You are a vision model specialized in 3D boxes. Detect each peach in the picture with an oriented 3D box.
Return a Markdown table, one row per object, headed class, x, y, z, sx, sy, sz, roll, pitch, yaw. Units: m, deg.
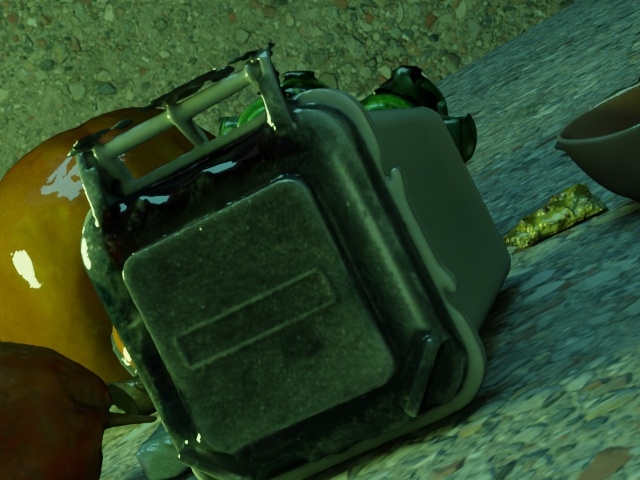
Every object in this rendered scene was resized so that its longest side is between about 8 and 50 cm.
| class | x | y | z | sx | sy | sz | roll | pitch | yaw |
| --- | --- | --- | --- | --- | --- | --- | --- | --- | --- |
| peach | -0.226 | 0.018 | 1.871 | 0.343 | 0.343 | 0.302 | -31 | 24 | -16 |

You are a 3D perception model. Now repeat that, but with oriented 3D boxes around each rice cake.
| class | x | y | z | sx | sy | sz | roll | pitch | yaw |
| --- | --- | --- | --- | --- | --- | --- | --- | --- | --- |
| rice cake | -0.108 | 0.162 | 1.509 | 0.080 | 0.042 | 0.222 | -24 | 7 | 9 |

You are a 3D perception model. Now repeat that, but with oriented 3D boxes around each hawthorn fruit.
| class | x | y | z | sx | sy | sz | roll | pitch | yaw |
| --- | --- | --- | --- | --- | --- | --- | --- | --- | --- |
| hawthorn fruit | -0.278 | 0.180 | 1.460 | 0.262 | 0.210 | 0.210 | -20 | 7 | -3 |

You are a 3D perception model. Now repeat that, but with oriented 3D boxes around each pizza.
| class | x | y | z | sx | sy | sz | roll | pitch | yaw |
| --- | --- | --- | --- | --- | --- | --- | --- | --- | --- |
| pizza | 0.238 | -0.032 | 1.578 | 0.123 | 0.026 | 0.108 | -33 | 10 | -32 |

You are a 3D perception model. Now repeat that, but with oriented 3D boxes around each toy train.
| class | x | y | z | sx | sy | sz | roll | pitch | yaw |
| --- | --- | --- | --- | --- | --- | --- | --- | --- | --- |
| toy train | 0.029 | -0.069 | 1.682 | 0.266 | 0.202 | 0.145 | 0 | 15 | 15 |

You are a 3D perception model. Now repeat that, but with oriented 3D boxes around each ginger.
| class | x | y | z | sx | sy | sz | roll | pitch | yaw |
| --- | --- | --- | --- | --- | --- | --- | --- | --- | --- |
| ginger | -0.144 | 0.133 | 1.527 | 0.137 | 0.057 | 0.044 | -23 | 48 | -13 |

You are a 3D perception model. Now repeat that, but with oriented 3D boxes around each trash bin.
| class | x | y | z | sx | sy | sz | roll | pitch | yaw |
| --- | --- | --- | --- | --- | --- | --- | --- | --- | --- |
| trash bin | 0.000 | 0.000 | 1.309 | 0.256 | 0.296 | 0.368 | -28 | 1 | 22 |

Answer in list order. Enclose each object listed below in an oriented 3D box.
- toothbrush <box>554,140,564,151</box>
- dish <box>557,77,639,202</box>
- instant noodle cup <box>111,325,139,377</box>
| class | x | y | z | sx | sy | sz | roll | pitch | yaw |
| --- | --- | --- | --- | --- | --- | --- | --- | --- | --- |
| toothbrush | 0.413 | -0.189 | 1.998 | 0.321 | 0.023 | 0.031 | -31 | 15 | -15 |
| dish | 0.323 | -0.099 | 1.458 | 0.213 | 0.090 | 0.213 | -29 | 10 | 5 |
| instant noodle cup | -0.131 | 0.084 | 1.673 | 0.125 | 0.177 | 0.208 | -55 | 1 | 20 |
